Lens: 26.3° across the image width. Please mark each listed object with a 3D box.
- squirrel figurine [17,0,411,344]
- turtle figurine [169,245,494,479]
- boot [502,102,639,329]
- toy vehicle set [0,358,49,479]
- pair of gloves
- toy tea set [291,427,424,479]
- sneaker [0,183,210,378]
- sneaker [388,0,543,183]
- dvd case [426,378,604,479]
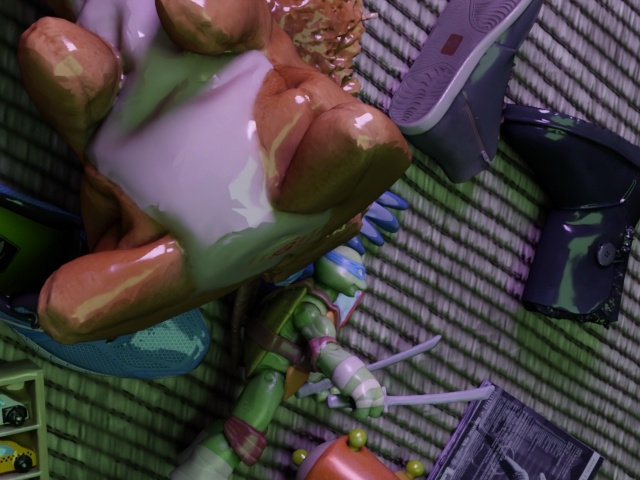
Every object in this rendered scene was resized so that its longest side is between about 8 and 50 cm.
[{"bbox_3d":[-0.109,-0.150,1.107,0.281,0.397,0.370,-33,80,16],"label":"squirrel figurine"},{"bbox_3d":[0.001,0.158,1.289,0.266,0.198,0.275,-49,126,0],"label":"turtle figurine"},{"bbox_3d":[0.262,-0.020,1.469,0.246,0.094,0.207,19,89,-40],"label":"boot"},{"bbox_3d":[-0.366,0.208,1.178,0.267,0.035,0.165,-10,109,-29],"label":"toy vehicle set"},{"bbox_3d":[0.000,0.000,1.356,0.159,0.023,0.198,29,91,-36],"label":"pair of gloves"},{"bbox_3d":[-0.021,0.339,1.402,0.336,0.124,0.200,-54,158,-10],"label":"toy tea set"},{"bbox_3d":[-0.221,0.042,1.156,0.330,0.147,0.129,31,86,-35],"label":"sneaker"},{"bbox_3d":[0.164,-0.171,1.388,0.222,0.083,0.118,-52,135,-8],"label":"sneaker"},{"bbox_3d":[0.219,0.276,1.572,0.221,0.018,0.164,34,83,-33],"label":"dvd case"}]
